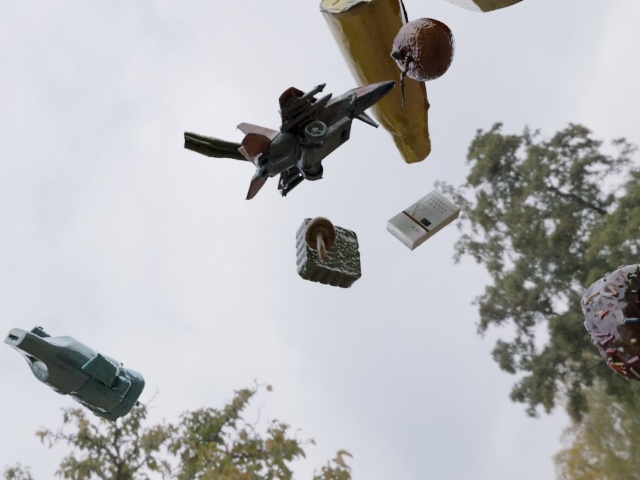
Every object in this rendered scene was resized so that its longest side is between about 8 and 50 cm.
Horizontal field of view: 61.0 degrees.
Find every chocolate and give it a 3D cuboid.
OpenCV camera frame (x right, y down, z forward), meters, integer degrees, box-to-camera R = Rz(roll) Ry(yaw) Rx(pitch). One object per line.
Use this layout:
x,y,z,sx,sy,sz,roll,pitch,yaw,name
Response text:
0.150,-0.358,1.193,0.162,0.162,0.445,-43,-46,-11,chocolate

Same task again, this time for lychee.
0.169,-0.309,0.895,0.114,0.101,0.140,55,-139,-3,lychee

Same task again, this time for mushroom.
0.000,0.003,1.451,0.088,0.130,0.073,-7,-25,0,mushroom

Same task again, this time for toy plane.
0.011,-0.182,0.868,0.326,0.104,0.223,-28,-27,-21,toy plane

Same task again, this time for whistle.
-0.375,0.210,0.857,0.093,0.186,0.274,-62,-37,-25,whistle

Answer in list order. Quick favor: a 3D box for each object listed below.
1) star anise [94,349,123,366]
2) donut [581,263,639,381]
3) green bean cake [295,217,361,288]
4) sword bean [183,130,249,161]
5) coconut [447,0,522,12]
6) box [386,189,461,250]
-0.544,0.289,1.234,0.190,0.097,0.070,31,-44,-14,star anise
0.559,0.135,0.894,0.235,0.235,0.089,-21,-33,-27,donut
0.021,0.040,1.564,0.185,0.183,0.094,13,-42,-22,green bean cake
-0.121,-0.167,1.016,0.269,0.038,0.043,3,-70,-21,sword bean
0.334,-0.615,1.045,0.352,0.352,0.353,-17,-58,-30,coconut
0.233,-0.048,1.230,0.154,0.084,0.040,-33,-30,-24,box
